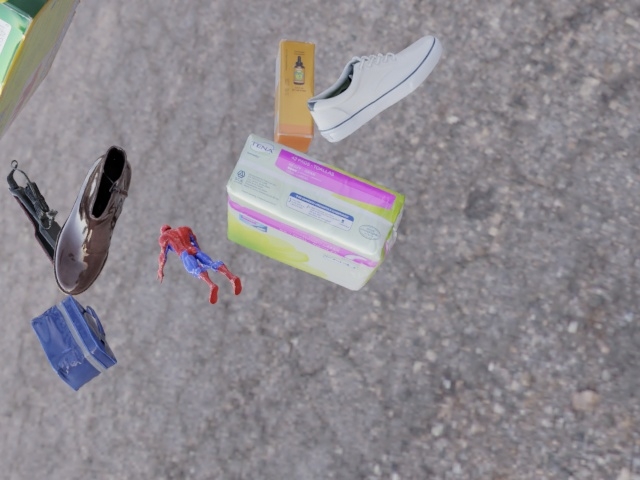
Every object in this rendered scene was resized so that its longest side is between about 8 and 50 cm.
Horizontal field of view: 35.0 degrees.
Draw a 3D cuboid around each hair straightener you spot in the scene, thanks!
[{"bbox_3d":[-0.496,-0.049,1.840,0.089,0.047,0.230,-28,91,44],"label":"hair straightener"}]

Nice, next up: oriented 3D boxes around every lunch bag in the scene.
[{"bbox_3d":[-0.275,0.110,1.143,0.065,0.067,0.098,-33,59,-6],"label":"lunch bag"}]

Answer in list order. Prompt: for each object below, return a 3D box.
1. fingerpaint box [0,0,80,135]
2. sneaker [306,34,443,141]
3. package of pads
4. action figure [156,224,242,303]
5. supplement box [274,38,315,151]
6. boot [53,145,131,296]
[{"bbox_3d":[-0.504,-0.334,1.578,0.445,0.163,0.371,-47,17,45],"label":"fingerpaint box"},{"bbox_3d":[0.092,-0.275,1.715,0.258,0.091,0.094,-39,27,-5],"label":"sneaker"},{"bbox_3d":[-0.010,-0.030,1.412,0.296,0.229,0.101,114,178,-78],"label":"package of pads"},{"bbox_3d":[-0.280,0.068,2.228,0.280,0.091,0.139,43,140,40],"label":"action figure"},{"bbox_3d":[-0.056,-0.308,2.156,0.080,0.078,0.233,117,156,-68],"label":"supplement box"},{"bbox_3d":[-0.371,-0.030,1.632,0.207,0.090,0.248,167,122,-78],"label":"boot"}]
